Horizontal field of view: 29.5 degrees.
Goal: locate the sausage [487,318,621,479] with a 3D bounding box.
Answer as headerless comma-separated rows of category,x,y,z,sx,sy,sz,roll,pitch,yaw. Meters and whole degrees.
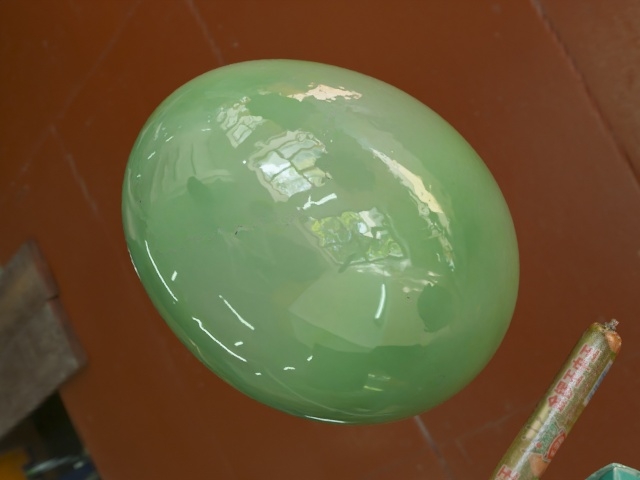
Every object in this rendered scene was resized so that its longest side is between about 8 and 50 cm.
sausage,0.074,0.068,0.414,0.015,0.100,0.015,34,171,6

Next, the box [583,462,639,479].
box,0.227,0.307,0.690,0.118,0.205,0.311,123,160,-46

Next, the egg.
egg,0.000,0.000,0.788,0.270,0.220,0.220,33,138,-5
